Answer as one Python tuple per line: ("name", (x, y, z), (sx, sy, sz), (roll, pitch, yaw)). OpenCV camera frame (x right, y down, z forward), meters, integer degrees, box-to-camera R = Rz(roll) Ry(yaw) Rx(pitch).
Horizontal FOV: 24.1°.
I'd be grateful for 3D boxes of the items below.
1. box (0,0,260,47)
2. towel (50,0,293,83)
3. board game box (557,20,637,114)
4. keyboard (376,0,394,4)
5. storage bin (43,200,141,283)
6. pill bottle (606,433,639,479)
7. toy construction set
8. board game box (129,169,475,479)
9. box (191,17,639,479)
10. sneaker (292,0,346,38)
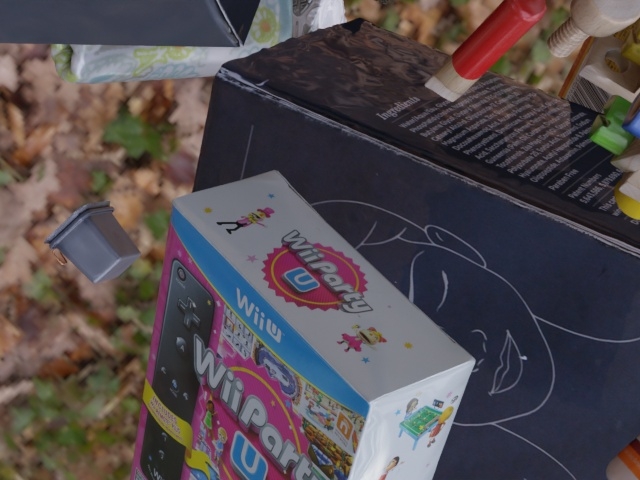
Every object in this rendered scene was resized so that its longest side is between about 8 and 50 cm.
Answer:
("box", (-0.167, -0.253, 1.190), (0.103, 0.261, 0.184), (65, 37, -49))
("towel", (-0.183, -0.369, 1.685), (0.321, 0.090, 0.374), (-10, 94, -42))
("board game box", (0.544, -0.169, 1.672), (0.356, 0.356, 0.356), (-13, 148, -22))
("keyboard", (0.049, -0.287, 1.668), (0.180, 0.108, 0.023), (-10, 115, -77))
("storage bin", (-0.315, 0.011, 2.086), (0.098, 0.091, 0.135), (-42, 175, 9))
("pill bottle", (0.223, 0.096, 0.738), (0.152, 0.086, 0.086), (-43, 144, 3))
("toy construction set", (0.218, -0.103, 1.014), (0.309, 0.257, 0.237), (7, 160, -18))
("board game box", (-0.029, 0.138, 1.062), (0.098, 0.224, 0.303), (-17, 136, -36))
("box", (0.118, 0.102, 1.444), (0.297, 0.472, 0.479), (-33, 142, -56))
("sneaker", (0.004, -0.313, 2.218), (0.115, 0.090, 0.232), (12, 90, -46))
